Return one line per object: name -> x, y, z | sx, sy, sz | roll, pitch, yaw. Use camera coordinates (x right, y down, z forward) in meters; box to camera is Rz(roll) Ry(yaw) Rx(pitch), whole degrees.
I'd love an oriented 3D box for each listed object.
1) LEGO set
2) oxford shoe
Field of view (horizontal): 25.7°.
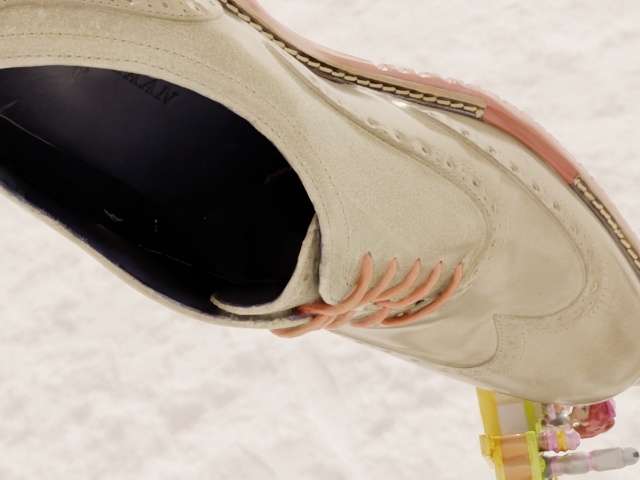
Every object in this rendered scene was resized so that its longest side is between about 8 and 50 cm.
LEGO set -> 0.147, 0.124, 0.758 | 0.107, 0.132, 0.287 | -10, 35, 10
oxford shoe -> 0.000, 0.000, 0.577 | 0.140, 0.397, 0.146 | -48, 31, 29
